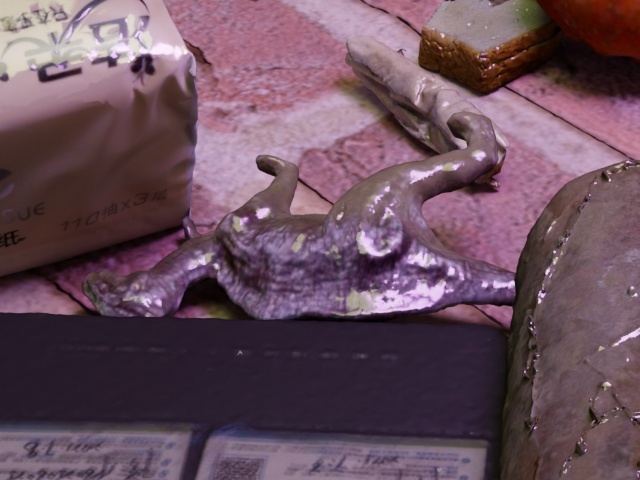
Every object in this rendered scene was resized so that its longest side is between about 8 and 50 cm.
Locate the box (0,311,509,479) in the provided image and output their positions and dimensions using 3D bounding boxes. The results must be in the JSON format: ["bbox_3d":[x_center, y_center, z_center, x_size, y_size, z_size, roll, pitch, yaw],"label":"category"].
[{"bbox_3d":[-0.068,0.125,1.071,0.350,0.058,0.211,2,37,8],"label":"box"}]

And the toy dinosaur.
[{"bbox_3d":[0.000,0.006,1.225,0.294,0.077,0.162,-12,37,13],"label":"toy dinosaur"}]

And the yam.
[{"bbox_3d":[0.172,0.099,0.990,0.168,0.168,0.304,2,34,8],"label":"yam"}]

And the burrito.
[{"bbox_3d":[0.074,-0.095,1.382,0.041,0.045,0.185,17,17,-38],"label":"burrito"}]

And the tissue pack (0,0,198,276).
[{"bbox_3d":[-0.320,-0.125,1.267,0.405,0.205,0.331,-17,58,-17],"label":"tissue pack"}]

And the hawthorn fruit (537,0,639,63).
[{"bbox_3d":[0.255,-0.226,1.418,0.179,0.200,0.179,20,32,-13],"label":"hawthorn fruit"}]

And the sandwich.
[{"bbox_3d":[0.129,-0.155,1.474,0.105,0.035,0.093,-24,39,-28],"label":"sandwich"}]
